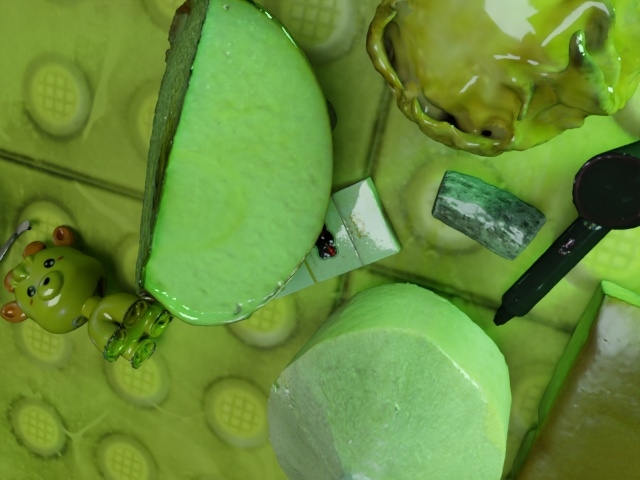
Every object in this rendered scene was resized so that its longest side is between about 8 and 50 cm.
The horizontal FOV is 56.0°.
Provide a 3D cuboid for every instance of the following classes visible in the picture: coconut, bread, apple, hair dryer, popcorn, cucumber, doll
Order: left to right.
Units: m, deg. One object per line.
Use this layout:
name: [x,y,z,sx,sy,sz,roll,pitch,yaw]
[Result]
doll: [-0.314,0.071,0.780,0.221,0.135,0.143,24,79,17]
apple: [-0.107,-0.082,0.618,0.254,0.179,0.346,26,118,15]
coconut: [0.070,0.174,0.603,0.239,0.244,0.239,5,106,17]
cucumber: [0.167,-0.029,0.613,0.112,0.064,0.064,32,113,11]
popcorn: [0.163,-0.187,0.502,0.250,0.190,0.250,10,128,14]
hair dryer: [0.254,0.008,0.590,0.070,0.114,0.248,50,136,25]
bread: [0.289,0.229,0.637,0.138,0.077,0.361,21,111,11]

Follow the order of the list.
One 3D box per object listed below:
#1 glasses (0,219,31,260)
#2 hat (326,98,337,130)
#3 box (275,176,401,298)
glasses: [-0.495,-0.005,0.844,0.162,0.095,0.255,45,118,32]
hat: [-0.009,-0.124,0.661,0.058,0.042,0.087,53,148,22]
box: [0.000,0.000,0.696,0.167,0.024,0.090,-23,96,24]
